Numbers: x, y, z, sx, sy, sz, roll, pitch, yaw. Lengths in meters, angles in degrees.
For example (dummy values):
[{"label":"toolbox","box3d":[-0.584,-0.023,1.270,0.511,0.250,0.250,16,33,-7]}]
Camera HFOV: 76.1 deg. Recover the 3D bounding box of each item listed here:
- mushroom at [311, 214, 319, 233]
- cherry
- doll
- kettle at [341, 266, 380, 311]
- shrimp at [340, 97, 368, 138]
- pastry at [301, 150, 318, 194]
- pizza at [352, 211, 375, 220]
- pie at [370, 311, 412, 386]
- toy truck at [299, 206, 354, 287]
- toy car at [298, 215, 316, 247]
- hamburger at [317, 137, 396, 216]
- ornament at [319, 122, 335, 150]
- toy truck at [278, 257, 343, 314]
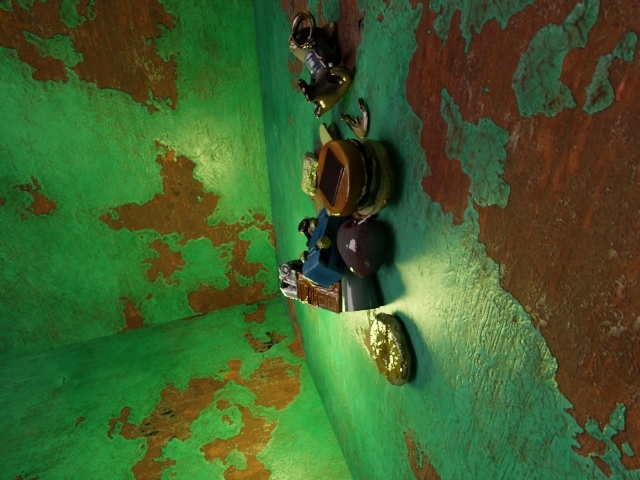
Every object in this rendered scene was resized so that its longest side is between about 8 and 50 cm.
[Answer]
[{"label":"mushroom","box3d":[0.043,-0.058,2.023,0.141,0.117,0.188,-62,24,25]},{"label":"cherry","box3d":[0.157,0.013,1.553,0.213,0.183,0.266,-142,49,-70]},{"label":"doll","box3d":[-0.015,-0.692,1.626,0.318,0.209,0.340,131,128,-67]},{"label":"kettle","box3d":[0.167,0.177,1.769,0.210,0.159,0.243,22,-119,-74]},{"label":"shrimp","box3d":[0.133,-0.483,1.563,0.148,0.035,0.195,91,153,-45]},{"label":"pastry","box3d":[-0.059,-0.364,2.252,0.259,0.089,0.122,99,167,-45]},{"label":"pizza","box3d":[0.170,-0.128,1.646,0.246,0.058,0.127,-178,78,-72]},{"label":"pie","box3d":[0.280,0.431,1.624,0.306,0.071,0.307,167,90,-71]},{"label":"toy truck","box3d":[0.038,0.001,1.717,0.161,0.162,0.385,-41,26,44]},{"label":"toy car","box3d":[0.002,-0.001,2.170,0.193,0.118,0.301,38,-166,-40]},{"label":"hamburger","box3d":[0.127,-0.221,1.409,0.291,0.225,0.291,175,90,-69]},{"label":"ornament","box3d":[0.036,-0.429,1.840,0.180,0.059,0.201,-155,66,-72]},{"label":"toy truck","box3d":[-0.020,0.213,1.971,0.387,0.173,0.207,12,109,37]}]
